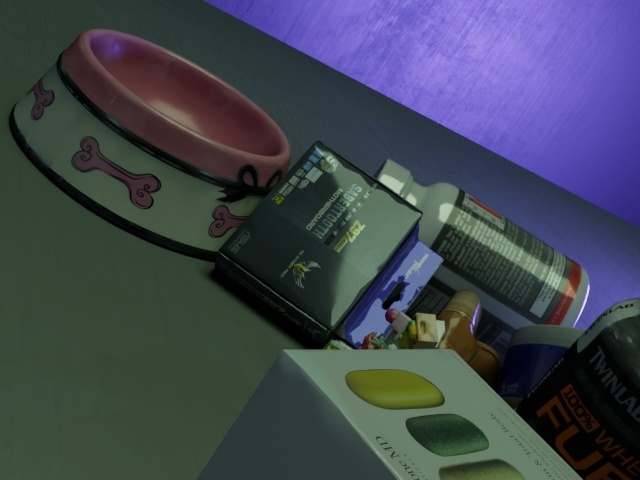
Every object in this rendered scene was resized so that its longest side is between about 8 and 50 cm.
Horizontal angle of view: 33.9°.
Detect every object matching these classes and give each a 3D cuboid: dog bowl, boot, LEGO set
[{"bbox_3d":[0.370,0.212,1.408,0.264,0.104,0.265,20,-17,6],"label":"dog bowl"},{"bbox_3d":[0.178,0.182,1.406,0.072,0.197,0.152,3,38,31],"label":"boot"},{"bbox_3d":[-0.220,-0.150,1.497,0.408,0.150,0.408,30,18,-11],"label":"dog bowl"},{"bbox_3d":[0.065,0.134,1.265,0.107,0.132,0.287,29,-5,4],"label":"LEGO set"}]

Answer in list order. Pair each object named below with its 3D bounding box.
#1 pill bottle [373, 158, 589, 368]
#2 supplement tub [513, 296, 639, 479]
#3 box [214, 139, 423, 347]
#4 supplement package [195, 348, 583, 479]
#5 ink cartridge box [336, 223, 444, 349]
[{"bbox_3d":[0.211,0.040,1.623,0.362,0.210,0.210,33,18,-2],"label":"pill bottle"},{"bbox_3d":[0.334,0.210,1.160,0.207,0.338,0.207,29,25,-15],"label":"supplement tub"},{"bbox_3d":[0.000,0.000,1.401,0.183,0.059,0.233,36,62,8],"label":"box"},{"bbox_3d":[0.057,0.228,0.900,0.262,0.198,0.199,8,31,-52],"label":"supplement package"},{"bbox_3d":[0.044,0.026,1.459,0.208,0.045,0.206,36,60,6],"label":"ink cartridge box"}]
